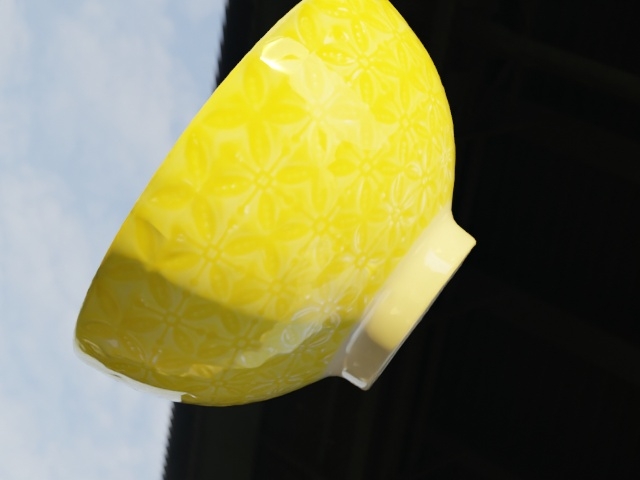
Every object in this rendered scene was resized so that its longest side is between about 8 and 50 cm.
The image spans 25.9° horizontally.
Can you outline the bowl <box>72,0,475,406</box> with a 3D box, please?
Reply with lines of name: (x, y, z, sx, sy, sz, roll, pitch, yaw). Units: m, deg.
bowl: (0.000, 0.000, 0.848, 0.156, 0.289, 0.289, 36, -54, 6)
